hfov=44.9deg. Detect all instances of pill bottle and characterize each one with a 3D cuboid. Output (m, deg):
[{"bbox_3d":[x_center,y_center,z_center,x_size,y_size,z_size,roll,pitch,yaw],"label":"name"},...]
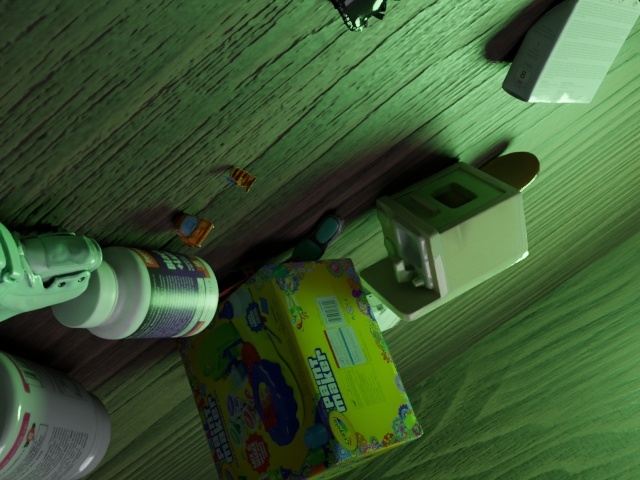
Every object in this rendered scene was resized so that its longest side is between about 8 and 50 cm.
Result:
[{"bbox_3d":[-0.387,0.235,0.987,0.160,0.160,0.283,-32,158,-2],"label":"pill bottle"},{"bbox_3d":[-0.219,0.063,0.917,0.108,0.108,0.193,-41,157,20],"label":"pill bottle"}]

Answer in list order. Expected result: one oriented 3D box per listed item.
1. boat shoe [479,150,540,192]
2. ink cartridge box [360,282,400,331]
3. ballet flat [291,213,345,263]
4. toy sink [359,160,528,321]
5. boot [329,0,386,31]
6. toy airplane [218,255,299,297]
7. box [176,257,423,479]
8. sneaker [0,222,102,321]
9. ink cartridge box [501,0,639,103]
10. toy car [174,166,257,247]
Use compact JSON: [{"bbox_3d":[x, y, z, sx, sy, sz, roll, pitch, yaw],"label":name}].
[{"bbox_3d":[0.288,-0.084,1.353,0.207,0.073,0.073,-30,161,13],"label":"boat shoe"},{"bbox_3d":[0.078,0.142,1.528,0.190,0.082,0.140,-20,156,-32],"label":"ink cartridge box"},{"bbox_3d":[0.000,0.000,1.181,0.041,0.041,0.114,-5,146,-50],"label":"ballet flat"},{"bbox_3d":[0.177,-0.008,1.198,0.234,0.153,0.131,-27,124,-16],"label":"toy sink"},{"bbox_3d":[0.048,-0.249,0.705,0.099,0.045,0.121,-33,159,10],"label":"boot"},{"bbox_3d":[-0.096,0.057,1.180,0.151,0.028,0.151,-22,159,-9],"label":"toy airplane"},{"bbox_3d":[-0.044,0.221,1.181,0.177,0.290,0.279,-3,153,-42],"label":"box"},{"bbox_3d":[-0.282,0.001,0.712,0.151,0.094,0.256,-17,164,-21],"label":"sneaker"},{"bbox_3d":[0.360,-0.297,1.046,0.189,0.066,0.232,-9,128,-45],"label":"ink cartridge box"},{"bbox_3d":[-0.133,-0.044,0.929,0.040,0.060,0.122,38,93,-22],"label":"toy car"}]
